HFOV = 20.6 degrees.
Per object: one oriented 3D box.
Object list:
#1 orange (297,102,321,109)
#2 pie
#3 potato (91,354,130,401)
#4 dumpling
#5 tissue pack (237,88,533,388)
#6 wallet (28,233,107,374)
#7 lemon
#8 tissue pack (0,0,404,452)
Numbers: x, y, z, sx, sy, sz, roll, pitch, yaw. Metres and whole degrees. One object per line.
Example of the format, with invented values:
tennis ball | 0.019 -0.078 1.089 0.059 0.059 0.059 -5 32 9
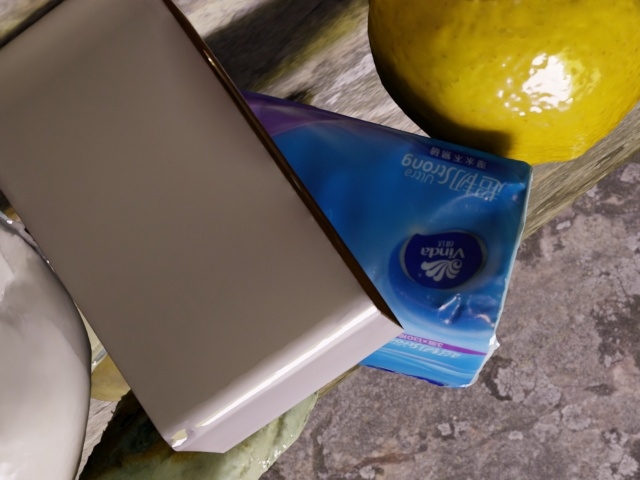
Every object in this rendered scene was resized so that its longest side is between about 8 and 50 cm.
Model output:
orange | -0.021 -0.070 1.429 0.083 0.070 0.083 -39 170 -8
pie | -0.085 0.121 1.146 0.186 0.041 0.187 -27 -155 13
potato | -0.082 0.044 1.421 0.296 0.141 0.191 -13 177 22
dumpling | -0.235 0.130 1.127 0.181 0.260 0.341 8 157 -35
tissue pack | 0.000 0.000 1.225 0.198 0.263 0.146 94 9 -77
wallet | -0.213 0.064 1.332 0.155 0.110 0.039 -48 -170 50
lemon | 0.134 -0.152 1.208 0.204 0.204 0.260 -35 156 -3
tissue pack | -0.081 -0.014 1.014 0.136 0.246 0.159 -36 170 3
